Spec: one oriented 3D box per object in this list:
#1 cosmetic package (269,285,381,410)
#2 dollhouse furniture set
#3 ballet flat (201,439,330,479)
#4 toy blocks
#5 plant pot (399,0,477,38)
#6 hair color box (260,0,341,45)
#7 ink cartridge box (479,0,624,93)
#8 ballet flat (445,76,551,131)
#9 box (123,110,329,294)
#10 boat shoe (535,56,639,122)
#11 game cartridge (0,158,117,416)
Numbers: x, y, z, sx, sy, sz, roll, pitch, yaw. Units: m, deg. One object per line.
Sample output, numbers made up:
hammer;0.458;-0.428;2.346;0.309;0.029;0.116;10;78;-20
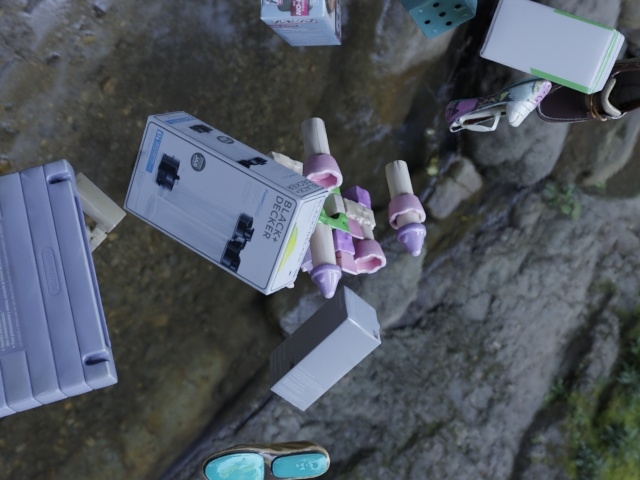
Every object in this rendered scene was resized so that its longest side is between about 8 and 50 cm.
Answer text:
cosmetic package;0.007;0.222;1.753;0.107;0.127;0.238;36;109;-20
dollhouse furniture set;-0.470;-0.027;1.543;0.123;0.144;0.151;-39;-166;30
ballet flat;-0.101;0.397;1.526;0.232;0.073;0.080;3;102;-16
toy blocks;0.000;0.000;1.507;0.288;0.260;0.309;20;139;-41
plant pot;0.219;-0.538;1.699;0.165;0.234;0.165;-24;150;21
hair color box;-0.028;-0.479;1.586;0.374;0.113;0.185;-43;133;-81
ink cartridge box;0.418;-0.346;1.510;0.273;0.198;0.115;-24;135;-66
ballet flat;0.353;-0.259;1.692;0.077;0.221;0.079;31;54;-53
box;-0.149;-0.063;1.305;0.087;0.290;0.169;-25;141;-60
boat shoe;0.596;-0.308;1.753;0.123;0.342;0.123;-36;114;-52
game cartridge;-0.444;0.070;1.243;0.230;0.355;0.068;-17;159;0
